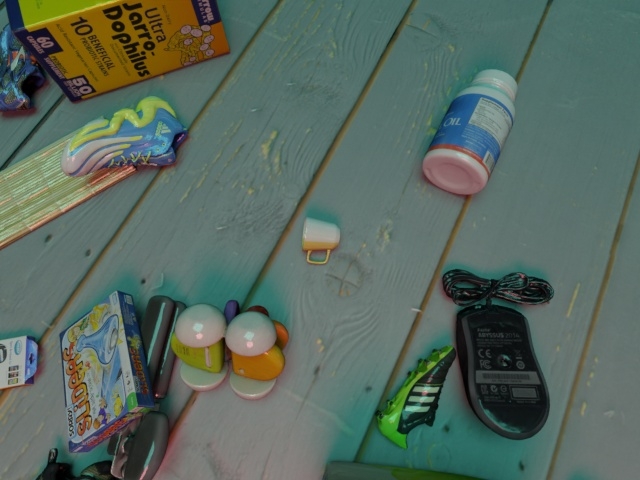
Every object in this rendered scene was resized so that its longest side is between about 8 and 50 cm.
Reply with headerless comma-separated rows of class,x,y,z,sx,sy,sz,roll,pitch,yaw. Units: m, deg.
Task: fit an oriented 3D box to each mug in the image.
mug,0.000,-0.004,0.782,0.064,0.078,0.062,6,38,-7

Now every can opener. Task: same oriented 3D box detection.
can opener,-0.261,0.229,0.682,0.093,0.074,0.280,-2,67,17

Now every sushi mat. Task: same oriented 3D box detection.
sushi mat,-0.528,-0.115,0.836,0.317,0.019,0.151,-34,73,-11

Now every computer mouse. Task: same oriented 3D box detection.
computer mouse,0.295,0.183,0.706,0.189,0.072,0.272,5,58,4

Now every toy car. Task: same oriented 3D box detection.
toy car,-0.139,0.156,0.687,0.182,0.159,0.136,8,36,4

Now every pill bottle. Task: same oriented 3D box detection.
pill bottle,0.289,-0.208,0.810,0.124,0.124,0.221,26,72,9

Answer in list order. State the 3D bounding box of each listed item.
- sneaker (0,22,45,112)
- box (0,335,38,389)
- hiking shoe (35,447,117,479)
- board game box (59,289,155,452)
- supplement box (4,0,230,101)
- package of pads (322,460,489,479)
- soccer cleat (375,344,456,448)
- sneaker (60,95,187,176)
sneaker,-0.620,-0.361,0.901,0.087,0.083,0.221,9,76,-11
box,-0.538,0.209,0.717,0.136,0.028,0.081,-9,71,-5
hiking shoe,-0.324,0.387,0.622,0.227,0.086,0.114,17,75,7
board game box,-0.336,0.197,0.666,0.136,0.035,0.201,-36,56,10
supplement box,-0.396,-0.463,0.865,0.357,0.194,0.195,-22,72,-7
package of pads,0.144,0.368,0.552,0.297,0.229,0.101,7,74,2
soccer cleat,0.165,0.248,0.689,0.072,0.060,0.179,43,82,4
sneaker,-0.351,-0.177,0.805,0.126,0.091,0.240,38,62,6
